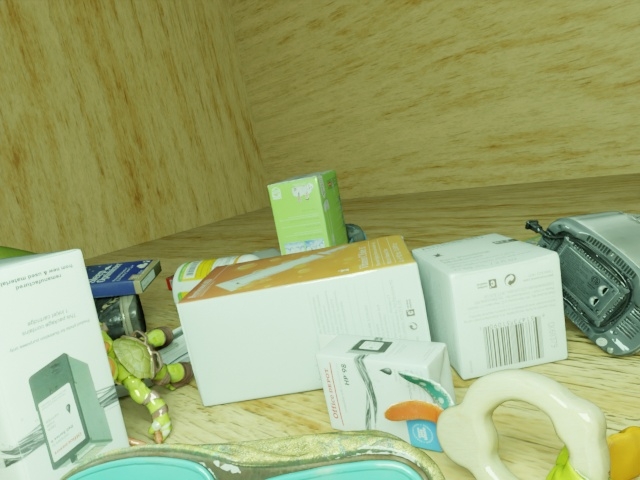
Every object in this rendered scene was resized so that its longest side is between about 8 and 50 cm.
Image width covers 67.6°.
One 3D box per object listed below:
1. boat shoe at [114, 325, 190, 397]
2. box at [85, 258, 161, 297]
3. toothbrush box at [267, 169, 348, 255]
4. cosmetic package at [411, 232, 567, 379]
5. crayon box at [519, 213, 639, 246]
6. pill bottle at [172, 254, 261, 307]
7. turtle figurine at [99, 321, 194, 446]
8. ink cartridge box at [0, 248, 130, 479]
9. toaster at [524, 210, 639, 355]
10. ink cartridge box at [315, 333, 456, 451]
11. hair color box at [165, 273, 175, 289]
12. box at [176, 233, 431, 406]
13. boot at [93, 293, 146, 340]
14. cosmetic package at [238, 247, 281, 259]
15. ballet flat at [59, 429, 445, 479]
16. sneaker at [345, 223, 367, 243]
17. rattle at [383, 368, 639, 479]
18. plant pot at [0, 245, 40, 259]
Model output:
[{"bbox_3d":[-0.292,0.200,0.868,0.083,0.075,0.226,-2,14,41],"label":"boat shoe"},{"bbox_3d":[-0.499,0.091,1.101,0.226,0.036,0.136,-7,19,2],"label":"box"},{"bbox_3d":[-0.014,-0.015,1.148,0.122,0.283,0.206,-9,11,15],"label":"toothbrush box"},{"bbox_3d":[0.240,0.086,0.710,0.151,0.151,0.183,-11,10,-4],"label":"cosmetic package"},{"bbox_3d":[0.534,0.024,0.921,0.323,0.083,0.203,-14,11,-20],"label":"crayon box"},{"bbox_3d":[-0.202,0.105,1.109,0.246,0.136,0.136,-8,11,17],"label":"pill bottle"},{"bbox_3d":[-0.277,0.167,0.693,0.087,0.269,0.217,-50,-11,1],"label":"turtle figurine"},{"bbox_3d":[-0.343,0.168,0.524,0.211,0.289,0.121,-5,9,27],"label":"ink cartridge box"},{"bbox_3d":[0.410,0.044,0.675,0.147,0.129,0.227,-10,44,-26],"label":"toaster"},{"bbox_3d":[0.062,0.174,0.569,0.180,0.104,0.060,-4,14,36],"label":"ink cartridge box"},{"bbox_3d":[-0.411,0.115,1.520,0.072,0.043,0.141,-5,12,34],"label":"hair color box"},{"bbox_3d":[-0.015,0.116,0.773,0.346,0.168,0.215,-11,11,5],"label":"box"},{"bbox_3d":[-0.578,0.179,1.138,0.284,0.138,0.377,-16,17,-23],"label":"boot"},{"bbox_3d":[-0.152,0.085,1.310,0.118,0.085,0.231,-13,9,-13],"label":"cosmetic package"},{"bbox_3d":[-0.064,0.231,0.427,0.349,0.123,0.123,-10,11,11],"label":"ballet flat"},{"bbox_3d":[0.000,0.000,1.489,0.140,0.125,0.341,-22,12,-26],"label":"sneaker"},{"bbox_3d":[0.182,0.167,0.457,0.143,0.130,0.200,-22,9,-37],"label":"rattle"},{"bbox_3d":[-0.768,0.144,1.261,0.275,0.274,0.294,-6,-5,26],"label":"plant pot"}]
